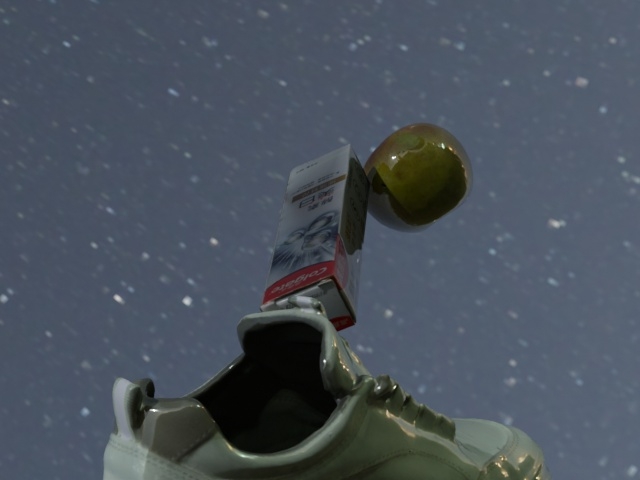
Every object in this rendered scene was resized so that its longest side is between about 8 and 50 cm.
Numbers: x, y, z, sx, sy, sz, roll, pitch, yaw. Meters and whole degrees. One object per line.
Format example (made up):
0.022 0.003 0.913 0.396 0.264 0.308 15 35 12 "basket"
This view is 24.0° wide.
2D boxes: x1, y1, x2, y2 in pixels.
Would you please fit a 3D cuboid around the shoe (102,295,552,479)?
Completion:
0.005 0.101 0.800 0.316 0.124 0.159 -11 -70 -41 "shoe"

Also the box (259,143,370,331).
0.000 0.000 1.027 0.055 0.218 0.039 -23 -68 14 "box"

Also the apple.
0.072 -0.046 1.151 0.089 0.074 0.089 -36 -4 -3 "apple"
